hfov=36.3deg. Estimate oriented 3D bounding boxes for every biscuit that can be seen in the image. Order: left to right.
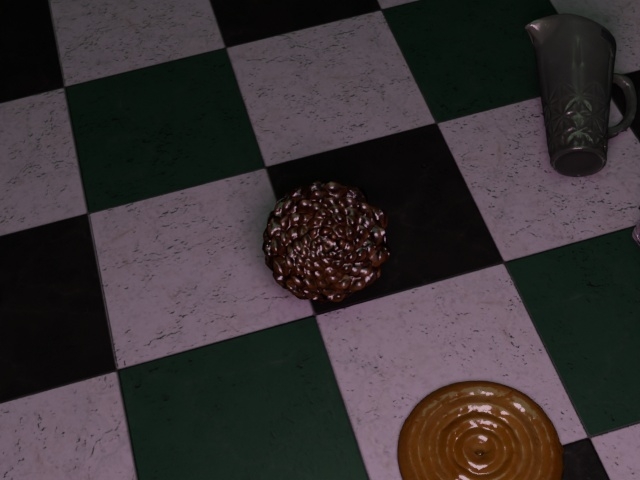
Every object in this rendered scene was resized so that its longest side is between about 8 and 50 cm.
[{"bbox_3d":[0.251,0.333,1.529,0.262,0.037,0.261,-2,54,3],"label":"biscuit"}]

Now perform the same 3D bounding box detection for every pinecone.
[{"bbox_3d":[0.000,0.000,1.685,0.222,0.221,0.221,-2,55,3],"label":"pinecone"}]

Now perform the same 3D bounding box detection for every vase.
[{"bbox_3d":[0.504,-0.269,1.881,0.251,0.156,0.300,16,60,-16],"label":"vase"}]

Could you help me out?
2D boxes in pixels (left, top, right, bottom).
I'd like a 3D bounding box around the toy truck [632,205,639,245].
[{"bbox_3d":[0.689,-0.065,1.702,0.268,0.155,0.124,-26,57,-13],"label":"toy truck"}]
